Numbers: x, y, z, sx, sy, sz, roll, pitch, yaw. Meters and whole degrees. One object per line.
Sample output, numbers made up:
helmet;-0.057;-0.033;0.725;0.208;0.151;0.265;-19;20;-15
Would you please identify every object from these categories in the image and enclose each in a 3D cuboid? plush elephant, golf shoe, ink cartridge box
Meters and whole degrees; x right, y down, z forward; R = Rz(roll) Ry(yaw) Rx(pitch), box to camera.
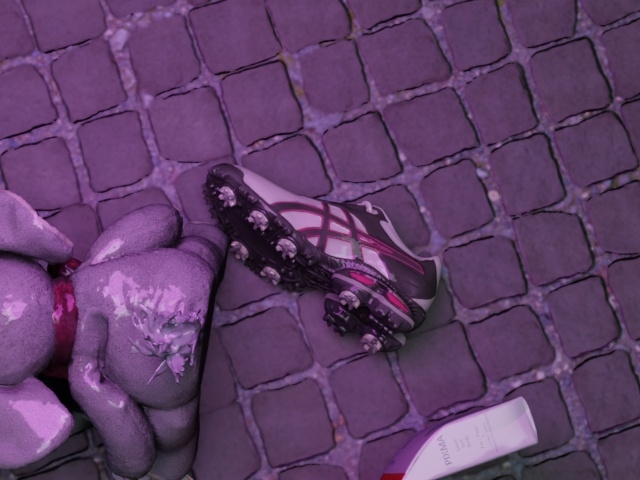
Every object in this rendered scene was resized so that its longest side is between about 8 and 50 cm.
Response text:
plush elephant;-0.234;0.084;1.463;0.256;0.330;0.271;8;84;0
golf shoe;0.000;0.000;1.624;0.273;0.105;0.120;38;57;0
ink cartridge box;0.091;0.218;1.545;0.225;0.181;0.056;-16;83;-7

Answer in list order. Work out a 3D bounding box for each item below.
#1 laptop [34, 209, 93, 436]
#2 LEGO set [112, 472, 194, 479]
laptop;-0.358;0.116;1.533;0.264;0.136;0.234;-24;85;-9
LEGO set;-0.145;0.346;1.576;0.244;0.060;0.182;37;79;12
